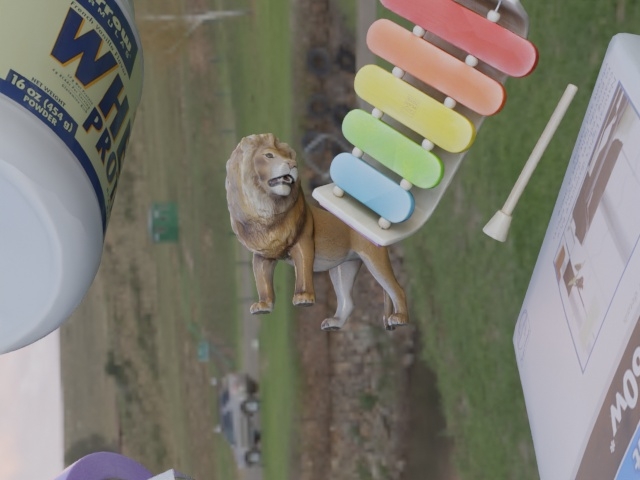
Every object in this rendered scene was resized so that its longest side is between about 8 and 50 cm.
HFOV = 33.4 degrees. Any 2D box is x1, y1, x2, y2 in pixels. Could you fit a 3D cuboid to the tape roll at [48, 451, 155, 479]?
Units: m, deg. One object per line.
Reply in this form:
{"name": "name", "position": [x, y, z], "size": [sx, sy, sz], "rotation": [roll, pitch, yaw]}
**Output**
{"name": "tape roll", "position": [-0.310, 0.458, 1.588], "size": [0.275, 0.090, 0.275], "rotation": [44, -155, -27]}

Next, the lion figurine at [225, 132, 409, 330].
{"name": "lion figurine", "position": [0.000, 0.000, 1.598], "size": [0.392, 0.142, 0.240], "rotation": [23, -122, -53]}

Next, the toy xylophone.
{"name": "toy xylophone", "position": [0.137, -0.138, 1.168], "size": [0.081, 0.236, 0.323], "rotation": [-2, -65, -58]}

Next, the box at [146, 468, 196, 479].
{"name": "box", "position": [-0.148, 0.385, 1.451], "size": [0.324, 0.067, 0.063], "rotation": [48, -159, -57]}

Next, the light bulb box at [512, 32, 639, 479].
{"name": "light bulb box", "position": [0.305, 0.087, 0.501], "size": [0.361, 0.357, 0.225], "rotation": [-83, 4, -62]}

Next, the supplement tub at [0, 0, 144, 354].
{"name": "supplement tub", "position": [-0.260, -0.097, 0.802], "size": [0.325, 0.235, 0.235], "rotation": [-90, 1, -50]}
